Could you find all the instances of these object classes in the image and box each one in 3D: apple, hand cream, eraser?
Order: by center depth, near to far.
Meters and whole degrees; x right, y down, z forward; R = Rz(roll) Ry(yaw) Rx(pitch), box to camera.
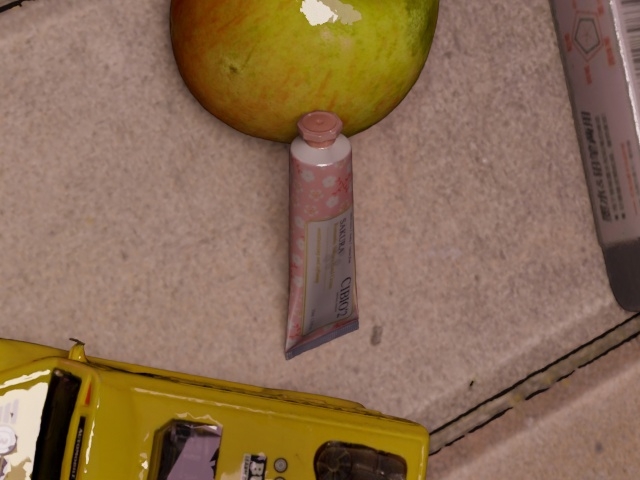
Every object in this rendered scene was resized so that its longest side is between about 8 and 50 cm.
[{"bbox_3d":[-0.007,-0.166,1.171,0.196,0.196,0.196,3,83,-22],"label":"apple"},{"bbox_3d":[0.000,0.000,1.172,0.067,0.043,0.210,-24,135,-24],"label":"hand cream"},{"bbox_3d":[0.248,-0.118,1.318,0.061,0.089,0.352,-11,89,-26],"label":"eraser"}]

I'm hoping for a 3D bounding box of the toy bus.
[{"bbox_3d":[-0.098,0.154,1.108,0.331,0.151,0.145,12,82,-22],"label":"toy bus"}]
